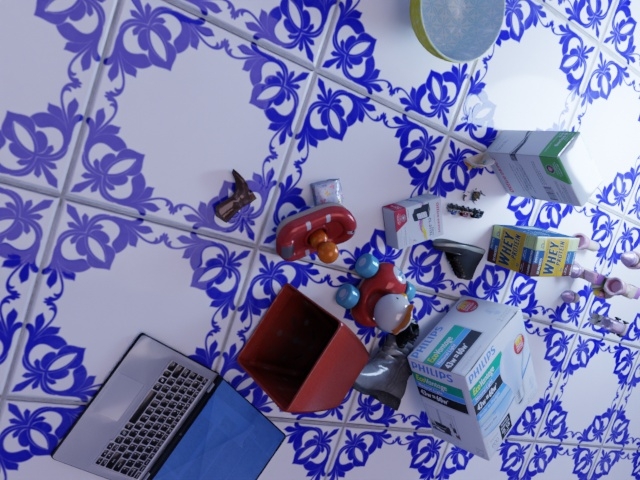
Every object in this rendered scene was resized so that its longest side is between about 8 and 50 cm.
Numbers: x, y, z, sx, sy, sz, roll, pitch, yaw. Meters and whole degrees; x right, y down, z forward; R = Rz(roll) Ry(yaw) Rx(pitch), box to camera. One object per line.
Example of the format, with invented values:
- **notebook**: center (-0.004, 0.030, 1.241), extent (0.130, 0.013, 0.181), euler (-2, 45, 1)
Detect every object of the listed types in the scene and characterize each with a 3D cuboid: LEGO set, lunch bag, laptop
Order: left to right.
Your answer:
- **laptop**: center (-0.384, 0.522, 1.367), extent (0.407, 0.236, 0.382), euler (39, 84, -30)
- **lunch bag**: center (0.020, -0.133, 1.503), extent (0.083, 0.053, 0.071), euler (-15, 109, -12)
- **LEGO set**: center (0.503, -0.149, 1.772), extent (0.083, 0.023, 0.054), euler (16, 94, -17)

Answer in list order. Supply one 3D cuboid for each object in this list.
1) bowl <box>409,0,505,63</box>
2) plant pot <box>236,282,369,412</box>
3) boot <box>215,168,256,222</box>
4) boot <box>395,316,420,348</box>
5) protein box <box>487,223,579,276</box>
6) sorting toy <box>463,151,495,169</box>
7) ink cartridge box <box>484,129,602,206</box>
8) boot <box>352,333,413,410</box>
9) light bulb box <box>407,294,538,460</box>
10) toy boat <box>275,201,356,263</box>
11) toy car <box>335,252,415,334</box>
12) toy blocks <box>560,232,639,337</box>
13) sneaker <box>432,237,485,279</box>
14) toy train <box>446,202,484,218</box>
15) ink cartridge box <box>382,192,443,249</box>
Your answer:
- **bowl**: center (0.346, -0.635, 1.473), extent (0.289, 0.156, 0.290), euler (-8, 108, -26)
- **plant pot**: center (-0.023, 0.322, 1.500), extent (0.235, 0.267, 0.267), euler (35, 86, -42)
- **boot**: center (-0.236, -0.113, 1.386), extent (0.114, 0.037, 0.107), euler (-37, 115, -9)
- **boot**: center (0.266, 0.270, 1.677), extent (0.045, 0.121, 0.099), euler (9, 140, -18)
- **protein box**: center (0.722, 0.032, 1.829), extent (0.201, 0.199, 0.136), euler (1, 103, -27)
- **sorting toy**: center (0.515, -0.250, 1.715), extent (0.083, 0.075, 0.045), euler (-21, 112, -21)
- **ink cartridge box**: center (0.695, -0.235, 1.692), extent (0.122, 0.289, 0.211), euler (-48, 120, -11)
- **boot**: center (0.181, 0.384, 1.713), extent (0.338, 0.118, 0.223), euler (36, 79, -37)
- **light bulb box**: center (0.514, 0.441, 1.776), extent (0.357, 0.225, 0.361), euler (-38, 120, -32)
- **toy boat**: center (0.000, 0.000, 1.452), extent (0.230, 0.151, 0.151), euler (-23, 146, -20)
- **toy car**: center (0.210, 0.185, 1.582), extent (0.219, 0.238, 0.210), euler (35, 86, -31)
- **toy blocks**: center (0.982, 0.147, 1.953), extent (0.259, 0.288, 0.309), euler (14, 100, -33)
- **sneaker**: center (0.448, 0.066, 1.763), extent (0.221, 0.083, 0.118), euler (11, 99, -31)
- **toy train**: center (0.477, -0.095, 1.768), extent (0.158, 0.027, 0.036), euler (8, 111, -30)
- **ink cartridge box**: center (0.287, -0.061, 1.650), extent (0.174, 0.072, 0.128), euler (-18, 111, -22)
